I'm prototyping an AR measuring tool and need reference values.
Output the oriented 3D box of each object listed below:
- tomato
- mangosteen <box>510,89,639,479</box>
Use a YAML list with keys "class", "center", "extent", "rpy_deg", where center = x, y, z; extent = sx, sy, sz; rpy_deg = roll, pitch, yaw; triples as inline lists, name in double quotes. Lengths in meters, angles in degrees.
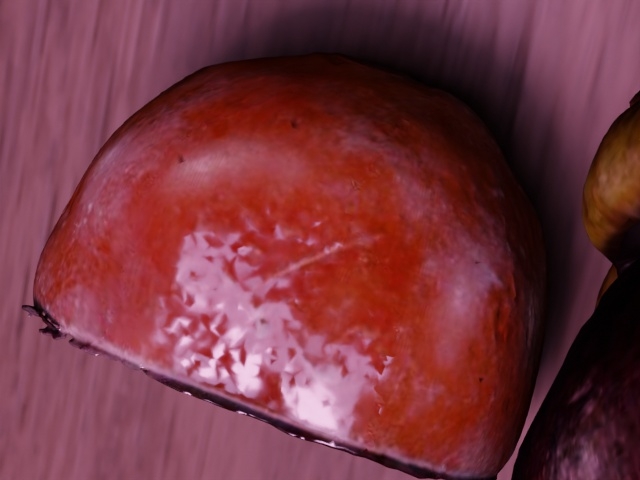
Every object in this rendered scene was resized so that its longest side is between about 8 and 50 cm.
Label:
- class: "tomato"
  center: [0.000, 0.000, 0.802]
  extent: [0.214, 0.181, 0.155]
  rpy_deg: [21, 95, 4]
- class: "mangosteen"
  center: [0.207, 0.064, 0.681]
  extent: [0.307, 0.307, 0.347]
  rpy_deg: [-25, 67, 25]
